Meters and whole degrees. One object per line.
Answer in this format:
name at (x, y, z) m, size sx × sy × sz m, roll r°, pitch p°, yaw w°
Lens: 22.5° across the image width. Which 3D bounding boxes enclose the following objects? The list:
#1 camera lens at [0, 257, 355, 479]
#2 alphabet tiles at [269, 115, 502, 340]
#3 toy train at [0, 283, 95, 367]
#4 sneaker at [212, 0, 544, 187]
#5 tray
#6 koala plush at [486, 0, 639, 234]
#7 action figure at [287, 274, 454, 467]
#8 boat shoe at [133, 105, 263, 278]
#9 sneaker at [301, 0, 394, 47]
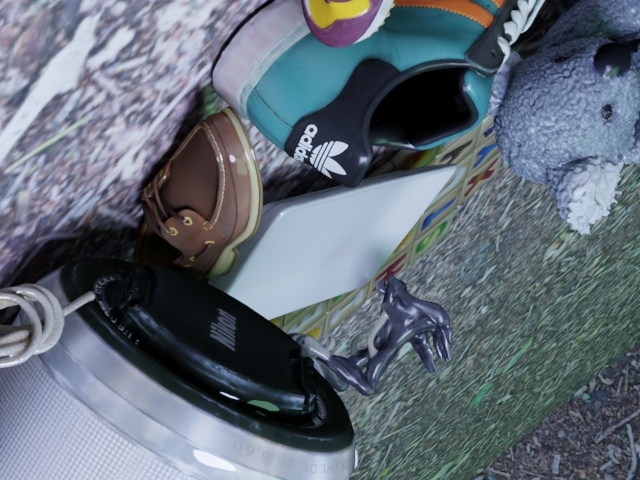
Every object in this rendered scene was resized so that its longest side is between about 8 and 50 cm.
camera lens at (-0.126, 0.165, 0.973) m, size 0.274 × 0.219 × 0.219 m, roll -58°, pitch 161°, yaw 12°
alphabet tiles at (0.050, -0.003, 1.436) m, size 0.342 × 0.011 × 0.285 m, roll -38°, pitch 163°, yaw -19°
toy train at (-0.193, 0.012, 0.765) m, size 0.248 × 0.105 × 0.143 m, roll -27°, pitch 143°, yaw -45°
sneaker at (0.078, -0.123, 1.011) m, size 0.302 × 0.121 × 0.108 m, roll -33°, pitch 160°, yaw -33°
tray at (0.000, 0.000, 1.256) m, size 0.270 × 0.030 × 0.145 m, roll -17°, pitch 147°, yaw -57°
koala plush at (0.215, -0.113, 1.261) m, size 0.221 × 0.196 × 0.203 m, roll -37°, pitch 173°, yaw -35°
action figure at (-0.022, 0.133, 1.303) m, size 0.275 × 0.141 × 0.164 m, roll -25°, pitch 178°, yaw -15°
boat shoe at (-0.078, -0.020, 0.991) m, size 0.060 × 0.064 × 0.178 m, roll -16°, pitch 160°, yaw -21°
sneaker at (0.000, -0.166, 0.838) m, size 0.083 × 0.069 × 0.185 m, roll -25°, pitch 150°, yaw -28°
